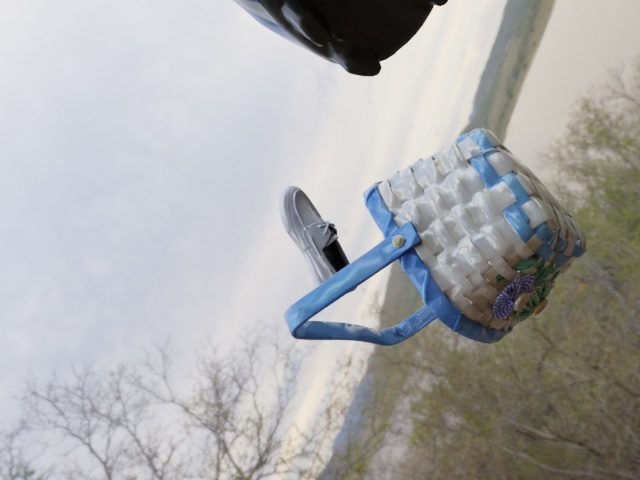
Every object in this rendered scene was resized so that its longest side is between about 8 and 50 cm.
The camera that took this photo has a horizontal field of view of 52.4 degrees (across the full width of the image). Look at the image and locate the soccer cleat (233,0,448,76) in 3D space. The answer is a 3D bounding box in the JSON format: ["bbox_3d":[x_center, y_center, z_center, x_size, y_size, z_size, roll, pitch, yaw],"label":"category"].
[{"bbox_3d":[-0.064,-0.187,0.282,0.116,0.143,0.331,-43,-34,16],"label":"soccer cleat"}]

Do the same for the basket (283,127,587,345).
[{"bbox_3d":[0.127,0.030,0.725,0.289,0.201,0.255,-36,-26,25],"label":"basket"}]

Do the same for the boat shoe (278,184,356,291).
[{"bbox_3d":[0.000,0.000,0.957,0.066,0.063,0.184,-30,-79,-48],"label":"boat shoe"}]
